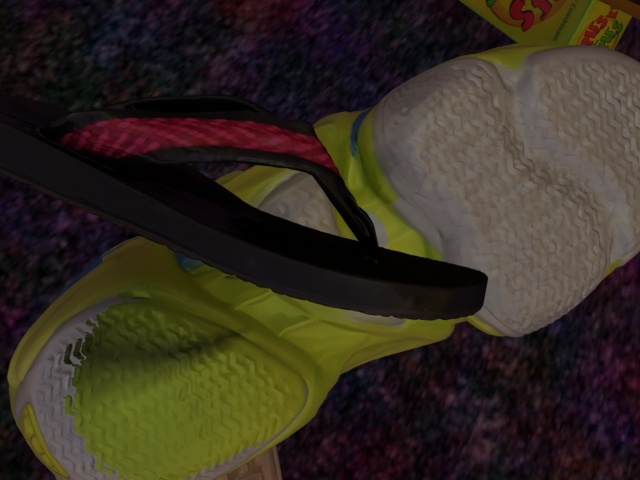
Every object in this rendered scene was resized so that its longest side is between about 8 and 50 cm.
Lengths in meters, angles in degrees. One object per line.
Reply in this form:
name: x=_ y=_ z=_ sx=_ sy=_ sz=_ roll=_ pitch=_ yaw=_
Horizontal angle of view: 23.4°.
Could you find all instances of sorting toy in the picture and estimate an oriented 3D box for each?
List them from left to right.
sorting toy: x=-0.052 y=0.110 z=0.769 sx=0.062 sy=0.012 sz=0.083 roll=-16 pitch=134 yaw=-8

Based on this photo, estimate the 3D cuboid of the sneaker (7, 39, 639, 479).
sneaker: x=0.000 y=0.000 z=0.516 sx=0.240 sy=0.126 sz=0.091 roll=-24 pitch=101 yaw=-21

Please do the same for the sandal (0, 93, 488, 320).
sandal: x=-0.039 y=-0.023 z=0.396 sx=0.179 sy=0.067 sz=0.040 roll=22 pitch=96 yaw=2

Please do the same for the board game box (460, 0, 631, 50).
board game box: x=0.124 y=-0.184 z=0.970 sx=0.181 sy=0.043 sz=0.092 roll=45 pitch=116 yaw=41

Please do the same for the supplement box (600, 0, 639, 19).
supplement box: x=0.156 y=-0.241 z=0.748 sx=0.129 sy=0.194 sz=0.191 roll=30 pitch=81 yaw=29
